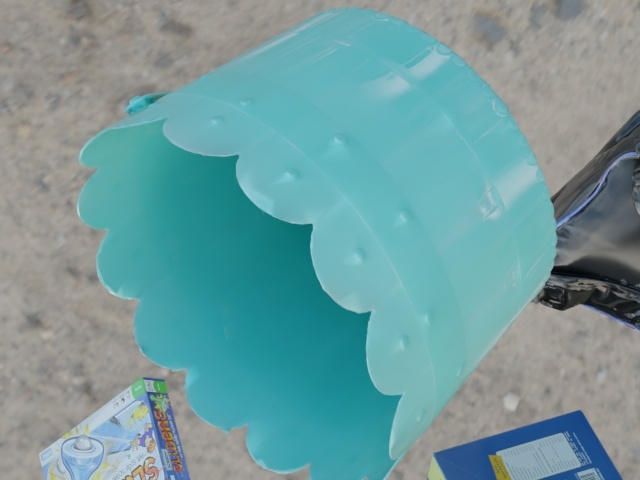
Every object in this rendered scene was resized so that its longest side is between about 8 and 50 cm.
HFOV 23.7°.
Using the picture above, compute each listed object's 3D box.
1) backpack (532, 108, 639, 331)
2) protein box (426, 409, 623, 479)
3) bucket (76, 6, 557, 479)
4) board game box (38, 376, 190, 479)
[{"bbox_3d":[0.400,-0.006,1.721,0.263,0.213,0.276,35,137,-5],"label":"backpack"},{"bbox_3d":[0.251,0.337,1.793,0.201,0.200,0.136,-14,141,-17],"label":"protein box"},{"bbox_3d":[0.000,0.000,0.965,0.281,0.183,0.281,34,146,27],"label":"bucket"},{"bbox_3d":[-0.230,0.257,1.688,0.201,0.035,0.136,-37,58,33],"label":"board game box"}]
